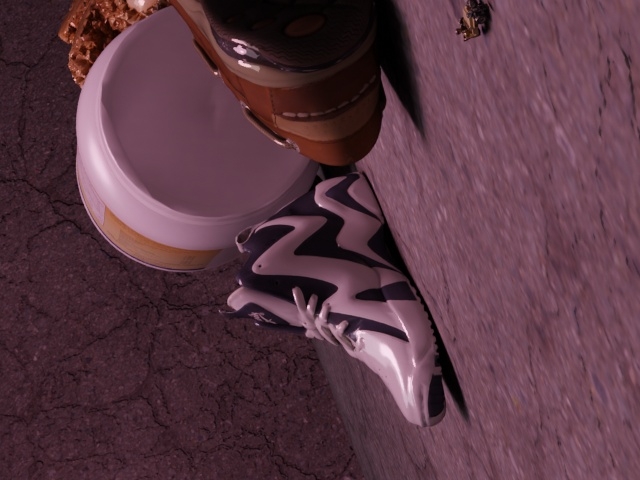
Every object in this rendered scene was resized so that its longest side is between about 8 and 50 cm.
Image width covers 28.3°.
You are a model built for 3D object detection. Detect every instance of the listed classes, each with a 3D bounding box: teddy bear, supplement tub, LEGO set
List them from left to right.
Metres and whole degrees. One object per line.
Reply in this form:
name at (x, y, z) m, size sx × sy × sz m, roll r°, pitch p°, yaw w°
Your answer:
teddy bear at (-0.182, -0.273, 1.397) m, size 0.338 × 0.113 × 0.245 m, roll -28°, pitch 39°, yaw 54°
supplement tub at (-0.122, -0.094, 1.234) m, size 0.316 × 0.228 × 0.228 m, roll 147°, pitch 103°, yaw -77°
LEGO set at (0.045, -0.122, 0.539) m, size 0.054 × 0.023 × 0.083 m, roll 78°, pitch 171°, yaw -58°

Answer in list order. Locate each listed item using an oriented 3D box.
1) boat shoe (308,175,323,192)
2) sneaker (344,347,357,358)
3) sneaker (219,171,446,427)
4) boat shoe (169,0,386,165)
boat shoe at (0.000, 0.000, 1.329) m, size 0.060 × 0.064 × 0.178 m, roll 78°, pitch 175°, yaw -53°
sneaker at (-0.001, 0.041, 1.394) m, size 0.085 × 0.086 × 0.237 m, roll 78°, pitch 170°, yaw -49°
sneaker at (0.001, 0.064, 1.030) m, size 0.094 × 0.153 × 0.235 m, roll 76°, pitch 173°, yaw -65°
boat shoe at (-0.040, -0.151, 0.853) m, size 0.324 × 0.122 × 0.120 m, roll -115°, pitch 4°, yaw -54°
